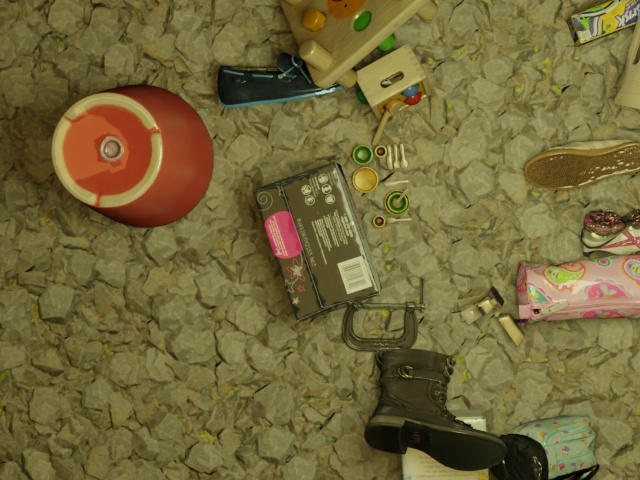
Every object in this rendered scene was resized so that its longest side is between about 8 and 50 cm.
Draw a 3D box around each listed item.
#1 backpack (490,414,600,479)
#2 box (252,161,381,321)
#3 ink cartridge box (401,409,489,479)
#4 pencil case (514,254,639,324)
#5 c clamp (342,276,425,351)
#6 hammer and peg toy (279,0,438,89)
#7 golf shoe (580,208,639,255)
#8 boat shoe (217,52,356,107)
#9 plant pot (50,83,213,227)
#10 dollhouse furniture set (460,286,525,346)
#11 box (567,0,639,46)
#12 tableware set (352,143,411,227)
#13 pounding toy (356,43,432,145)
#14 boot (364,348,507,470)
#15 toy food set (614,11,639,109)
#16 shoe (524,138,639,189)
[{"bbox_3d":[0.406,0.370,1.852,0.182,0.152,0.115,-7,97,-30],"label":"backpack"},{"bbox_3d":[0.000,0.000,1.892,0.163,0.142,0.247,-19,91,5],"label":"box"},{"bbox_3d":[0.225,0.418,1.907,0.154,0.093,0.212,-3,93,5],"label":"ink cartridge box"},{"bbox_3d":[0.485,0.088,1.855,0.284,0.124,0.124,-4,92,4],"label":"pencil case"},{"bbox_3d":[0.118,0.140,1.947,0.161,0.022,0.137,-5,96,4],"label":"c clamp"},{"bbox_3d":[0.093,-0.454,1.794,0.361,0.127,0.265,-39,49,21],"label":"hammer and peg toy"},{"bbox_3d":[0.557,-0.009,1.882,0.186,0.067,0.086,1,124,1],"label":"golf shoe"},{"bbox_3d":[-0.065,-0.298,1.903,0.258,0.109,0.089,-8,102,4],"label":"boat shoe"},{"bbox_3d":[-0.343,-0.154,1.871,0.275,0.243,0.274,0,92,5],"label":"plant pot"},{"bbox_3d":[0.306,0.160,1.903,0.081,0.091,0.114,-35,91,21],"label":"dollhouse furniture set"},{"bbox_3d":[0.528,-0.399,1.865,0.169,0.059,0.054,-19,91,6],"label":"box"},{"bbox_3d":[0.111,-0.102,1.931,0.104,0.024,0.154,-5,96,6],"label":"tableware set"},{"bbox_3d":[0.125,-0.257,1.886,0.141,0.130,0.100,-28,77,6],"label":"pounding toy"},{"bbox_3d":[0.206,0.277,1.844,0.263,0.229,0.091,11,127,11],"label":"boot"},{"bbox_3d":[0.686,-0.303,1.831,0.306,0.092,0.219,14,97,-8],"label":"toy food set"},{"bbox_3d":[0.475,-0.139,1.887,0.219,0.058,0.076,-7,111,10],"label":"shoe"}]
